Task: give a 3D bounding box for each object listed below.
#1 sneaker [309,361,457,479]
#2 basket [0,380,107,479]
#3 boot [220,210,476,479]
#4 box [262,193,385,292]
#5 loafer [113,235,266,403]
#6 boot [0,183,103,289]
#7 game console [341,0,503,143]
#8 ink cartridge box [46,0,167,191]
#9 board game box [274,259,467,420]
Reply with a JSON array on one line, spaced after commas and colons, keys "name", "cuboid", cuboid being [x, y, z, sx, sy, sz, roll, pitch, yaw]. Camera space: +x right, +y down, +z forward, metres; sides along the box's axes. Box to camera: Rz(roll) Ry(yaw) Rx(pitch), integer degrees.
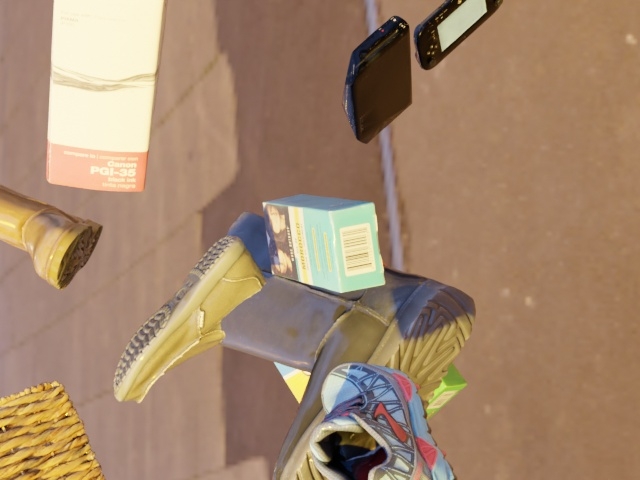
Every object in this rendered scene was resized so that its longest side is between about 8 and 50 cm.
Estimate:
[{"name": "sneaker", "cuboid": [0.045, 0.191, 1.404, 0.104, 0.125, 0.262, -56, 30, 13]}, {"name": "basket", "cuboid": [-0.440, 0.338, 1.740, 0.223, 0.299, 0.213, -44, 68, 48]}, {"name": "boot", "cuboid": [-0.050, 0.156, 1.910, 0.445, 0.146, 0.367, 21, 65, 47]}, {"name": "box", "cuboid": [0.000, 0.000, 1.731, 0.244, 0.060, 0.100, -170, 71, -69]}, {"name": "loafer", "cuboid": [-0.159, 0.112, 1.734, 0.251, 0.087, 0.094, -49, 18, 3]}, {"name": "boot", "cuboid": [-0.430, -0.031, 1.803, 0.236, 0.270, 0.089, -139, 72, -87]}, {"name": "game console", "cuboid": [0.170, -0.321, 2.262, 0.044, 0.361, 0.213, 40, 163, 22]}, {"name": "ink cartridge box", "cuboid": [-0.234, -0.226, 1.556, 0.207, 0.117, 0.283, -91, 11, -45]}, {"name": "board game box", "cuboid": [0.051, 0.173, 2.192, 0.242, 0.064, 0.316, -47, 63, 26]}]
